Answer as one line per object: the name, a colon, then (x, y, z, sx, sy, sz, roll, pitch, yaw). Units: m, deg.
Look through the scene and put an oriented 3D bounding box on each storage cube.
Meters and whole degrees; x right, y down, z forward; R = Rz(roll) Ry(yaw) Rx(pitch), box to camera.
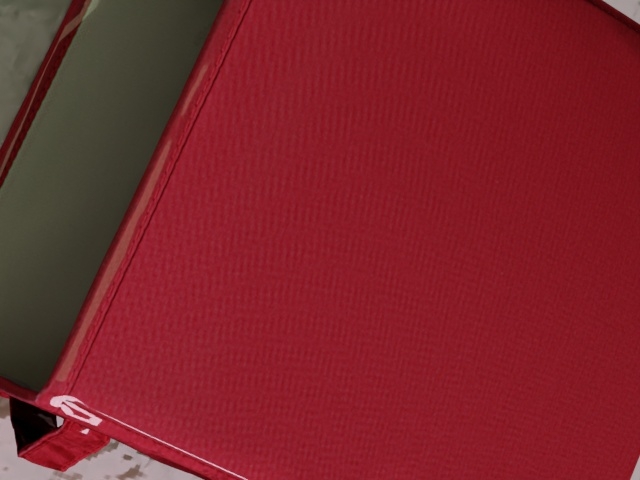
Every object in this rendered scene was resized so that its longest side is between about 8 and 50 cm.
storage cube: (0.000, 0.000, 0.606, 0.193, 0.183, 0.215, 27, 80, -23)
